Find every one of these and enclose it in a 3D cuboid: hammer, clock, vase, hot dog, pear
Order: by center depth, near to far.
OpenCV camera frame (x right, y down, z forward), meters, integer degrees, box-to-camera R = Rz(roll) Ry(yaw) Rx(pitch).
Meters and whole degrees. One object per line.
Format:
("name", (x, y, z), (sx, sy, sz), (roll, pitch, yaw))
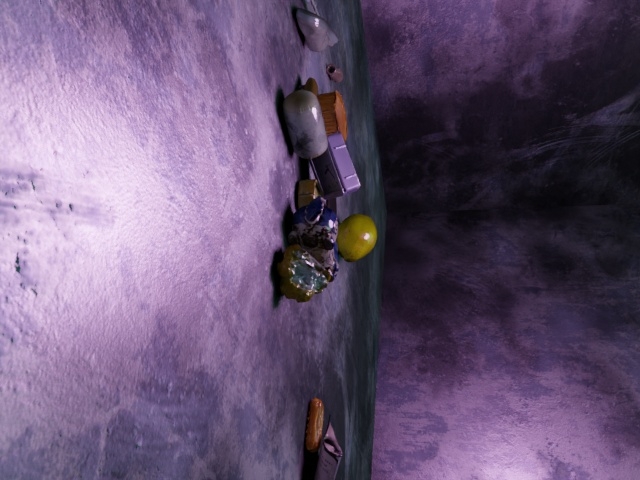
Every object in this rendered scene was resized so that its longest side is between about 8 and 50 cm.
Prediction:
("hammer", (-0.038, -0.404, 1.446), (0.202, 0.113, 0.306), (78, 11, -47))
("hot dog", (-0.018, 0.586, 1.535), (0.071, 0.045, 0.165), (66, 26, -55))
("clock", (0.038, -0.236, 1.550), (0.144, 0.073, 0.194), (-7, -75, 63))
("vase", (0.058, -0.691, 1.982), (0.100, 0.053, 0.053), (-4, 92, -72))
("pear", (0.147, -0.002, 2.049), (0.187, 0.187, 0.220), (66, 39, -58))

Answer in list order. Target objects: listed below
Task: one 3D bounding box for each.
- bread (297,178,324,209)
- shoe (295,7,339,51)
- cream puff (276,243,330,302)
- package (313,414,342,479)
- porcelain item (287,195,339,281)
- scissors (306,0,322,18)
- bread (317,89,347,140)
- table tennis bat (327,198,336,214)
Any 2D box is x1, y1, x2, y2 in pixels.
("bread", (-0.031, -0.125, 1.514), (0.156, 0.064, 0.118), (63, 33, -64))
("shoe", (-0.019, -0.680, 1.582), (0.100, 0.103, 0.251), (-58, 163, 18))
("cream puff", (-0.058, 0.091, 1.288), (0.121, 0.156, 0.156), (4, -83, 61))
("package", (0.011, 0.710, 1.535), (0.251, 0.062, 0.204), (-107, -150, -78))
("porcelain item", (0.000, 0.000, 1.448), (0.186, 0.137, 0.288), (-69, 157, -45))
("scissors", (-0.046, -0.808, 1.500), (0.383, 0.029, 0.256), (-20, 92, -78))
("bread", (0.032, -0.435, 1.735), (0.199, 0.104, 0.199), (-6, 90, -75))
("table tennis bat", (0.045, -0.098, 1.936), (0.154, 0.021, 0.274), (65, 25, -59))
